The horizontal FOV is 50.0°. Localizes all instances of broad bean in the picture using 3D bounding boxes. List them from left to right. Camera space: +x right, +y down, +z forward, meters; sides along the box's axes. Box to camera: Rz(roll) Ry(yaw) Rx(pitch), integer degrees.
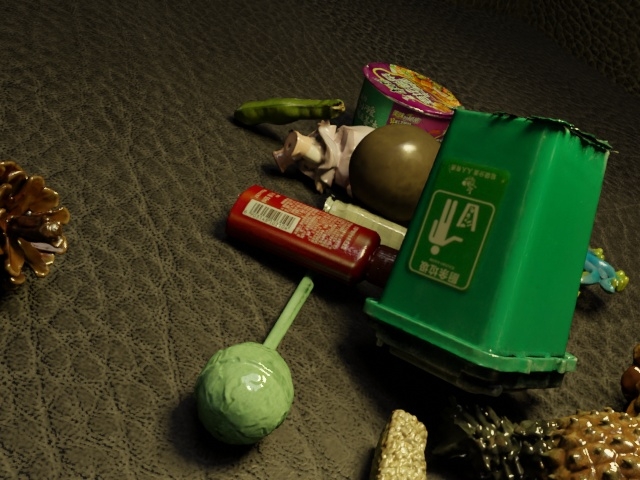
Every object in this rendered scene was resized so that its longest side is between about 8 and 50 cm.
[{"bbox_3d":[-0.068,-0.279,1.456,0.318,0.056,0.098,3,-2,43],"label":"broad bean"}]

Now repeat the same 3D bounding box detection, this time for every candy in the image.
[{"bbox_3d":[-0.061,0.127,0.976,0.119,0.119,0.440,24,25,2],"label":"candy"}]

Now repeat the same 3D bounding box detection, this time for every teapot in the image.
[{"bbox_3d":[0.093,-0.015,1.280,0.200,0.077,0.107,25,8,2],"label":"teapot"}]

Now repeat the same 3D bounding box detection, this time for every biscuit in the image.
[{"bbox_3d":[0.094,0.287,0.833,0.070,0.082,0.168,23,32,-4],"label":"biscuit"}]

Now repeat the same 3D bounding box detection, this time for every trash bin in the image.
[{"bbox_3d":[0.271,0.018,1.013,0.295,0.381,0.259,11,8,-44],"label":"trash bin"}]

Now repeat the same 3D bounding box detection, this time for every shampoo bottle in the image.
[{"bbox_3d":[-0.001,0.000,1.153,0.314,0.076,0.118,22,40,14],"label":"shampoo bottle"}]

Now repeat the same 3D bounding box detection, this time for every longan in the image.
[{"bbox_3d":[0.144,-0.128,1.296,0.198,0.198,0.212,50,7,36],"label":"longan"}]

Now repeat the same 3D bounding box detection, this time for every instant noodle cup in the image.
[{"bbox_3d":[0.179,-0.269,1.590,0.251,0.190,0.251,17,32,-11],"label":"instant noodle cup"}]

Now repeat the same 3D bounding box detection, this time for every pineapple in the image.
[{"bbox_3d":[0.327,0.295,0.891,0.362,0.202,0.202,18,30,18],"label":"pineapple"}]

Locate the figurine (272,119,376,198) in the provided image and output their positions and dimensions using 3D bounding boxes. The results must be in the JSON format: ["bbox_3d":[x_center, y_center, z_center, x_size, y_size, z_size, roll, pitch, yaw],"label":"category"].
[{"bbox_3d":[0.038,-0.177,1.422,0.276,0.133,0.200,0,45,-32],"label":"figurine"}]

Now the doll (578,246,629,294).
[{"bbox_3d":[0.470,0.026,1.444,0.341,0.098,0.346,-3,33,-49],"label":"doll"}]

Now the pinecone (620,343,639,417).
[{"bbox_3d":[0.597,0.240,1.072,0.264,0.264,0.264,16,33,-11],"label":"pinecone"}]

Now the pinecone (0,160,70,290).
[{"bbox_3d":[-0.421,-0.017,0.881,0.212,0.168,0.185,12,46,7],"label":"pinecone"}]
